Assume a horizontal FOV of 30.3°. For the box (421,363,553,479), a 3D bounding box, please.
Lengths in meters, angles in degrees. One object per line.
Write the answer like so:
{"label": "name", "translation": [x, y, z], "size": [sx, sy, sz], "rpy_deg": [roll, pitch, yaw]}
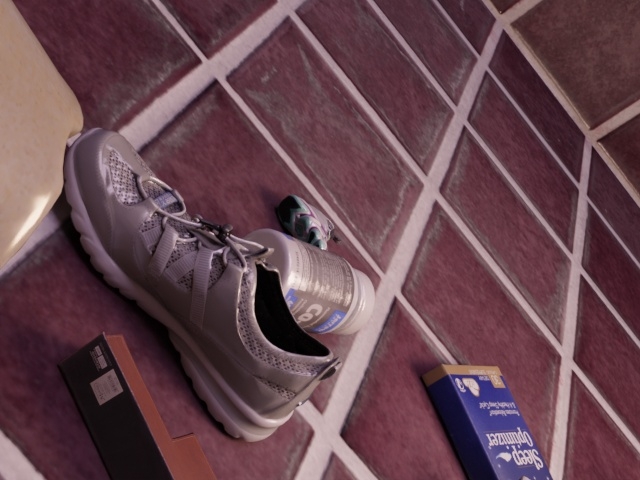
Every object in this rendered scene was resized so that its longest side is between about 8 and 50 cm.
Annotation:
{"label": "box", "translation": [0.197, 0.239, 1.261], "size": [0.136, 0.036, 0.225], "rpy_deg": [11, 51, -56]}

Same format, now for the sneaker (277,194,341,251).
{"label": "sneaker", "translation": [0.000, 0.000, 1.201], "size": [0.069, 0.038, 0.098], "rpy_deg": [19, 43, -50]}

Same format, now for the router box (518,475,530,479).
{"label": "router box", "translation": [0.235, 0.388, 0.990], "size": [0.301, 0.082, 0.335], "rpy_deg": [39, 24, 8]}

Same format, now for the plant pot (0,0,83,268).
{"label": "plant pot", "translation": [-0.291, -0.102, 0.554], "size": [0.305, 0.333, 0.334], "rpy_deg": [53, 23, -33]}

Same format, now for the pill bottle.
{"label": "pill bottle", "translation": [-0.015, 0.042, 1.077], "size": [0.137, 0.078, 0.078], "rpy_deg": [22, 41, -48]}

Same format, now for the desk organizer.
{"label": "desk organizer", "translation": [-0.125, 0.130, 0.822], "size": [0.130, 0.047, 0.050], "rpy_deg": [62, 24, 13]}

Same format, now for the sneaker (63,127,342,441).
{"label": "sneaker", "translation": [-0.088, 0.018, 0.937], "size": [0.281, 0.115, 0.105], "rpy_deg": [52, 26, -6]}
